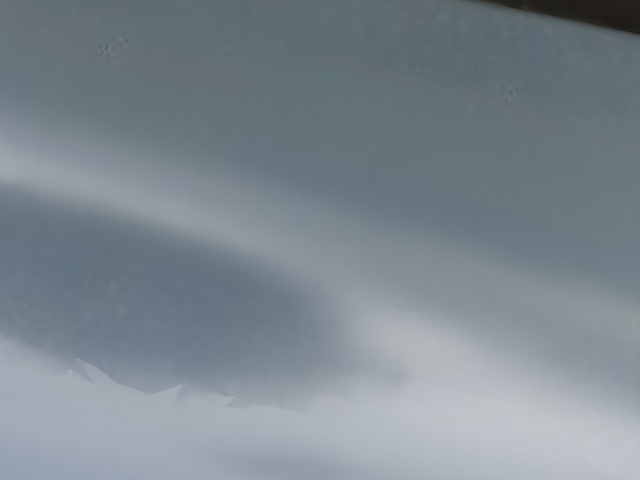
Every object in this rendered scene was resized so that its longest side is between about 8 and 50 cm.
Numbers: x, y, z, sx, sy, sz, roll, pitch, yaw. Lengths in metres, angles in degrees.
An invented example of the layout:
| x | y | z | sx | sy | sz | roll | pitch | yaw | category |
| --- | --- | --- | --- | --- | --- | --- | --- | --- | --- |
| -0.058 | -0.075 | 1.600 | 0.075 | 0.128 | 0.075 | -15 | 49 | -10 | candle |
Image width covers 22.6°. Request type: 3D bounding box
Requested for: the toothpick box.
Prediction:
| x | y | z | sx | sy | sz | roll | pitch | yaw | category |
| --- | --- | --- | --- | --- | --- | --- | --- | --- | --- |
| 0.000 | 0.000 | 0.452 | 0.355 | 0.263 | 0.263 | 13 | -176 | -3 | toothpick box |
